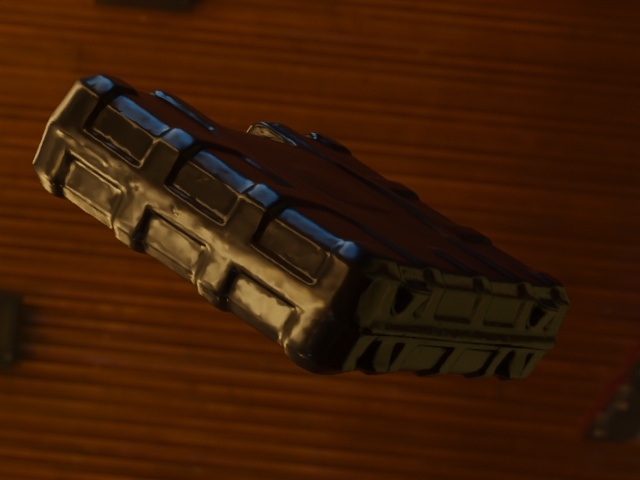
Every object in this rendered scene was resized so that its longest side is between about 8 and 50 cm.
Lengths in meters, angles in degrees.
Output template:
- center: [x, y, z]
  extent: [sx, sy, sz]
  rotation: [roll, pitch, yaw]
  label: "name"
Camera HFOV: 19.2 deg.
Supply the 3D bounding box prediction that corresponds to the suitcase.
- center: [0.000, 0.000, 0.998]
  extent: [0.066, 0.206, 0.285]
  rotation: [-61, -24, 9]
  label: "suitcase"
